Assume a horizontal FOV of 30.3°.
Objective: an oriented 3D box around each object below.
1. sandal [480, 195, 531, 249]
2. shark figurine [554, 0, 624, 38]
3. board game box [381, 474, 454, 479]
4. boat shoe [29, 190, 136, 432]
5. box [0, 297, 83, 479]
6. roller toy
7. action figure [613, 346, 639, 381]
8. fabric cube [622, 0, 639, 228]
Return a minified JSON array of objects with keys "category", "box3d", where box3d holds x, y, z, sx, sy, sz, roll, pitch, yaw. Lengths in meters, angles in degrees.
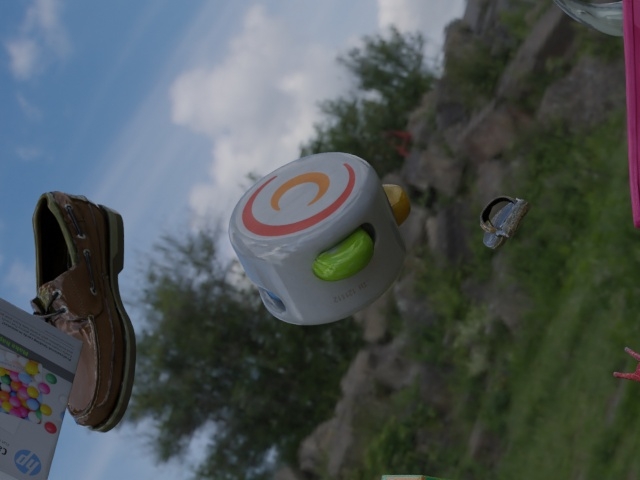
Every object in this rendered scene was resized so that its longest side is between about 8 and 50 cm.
[{"category":"sandal","box3d":[0.246,-0.032,1.622,0.072,0.049,0.180,-62,-2,-4]},{"category":"shark figurine","box3d":[0.375,-0.292,1.432,0.116,0.278,0.166,-89,-2,-65]},{"category":"board game box","box3d":[0.214,0.317,1.436,0.124,0.260,0.039,149,128,-69]},{"category":"boat shoe","box3d":[-0.295,0.081,1.396,0.104,0.111,0.307,25,-140,-43]},{"category":"box","box3d":[-0.293,0.127,1.030,0.038,0.145,0.186,-45,24,30]},{"category":"roller toy","box3d":[0.000,0.000,1.420,0.146,0.191,0.209,64,-149,-33]},{"category":"action figure","box3d":[0.215,0.169,0.690,0.139,0.091,0.280,6,58,56]},{"category":"fabric cube","box3d":[0.423,-0.147,1.054,0.259,0.258,0.254,-16,-76,-65]}]
